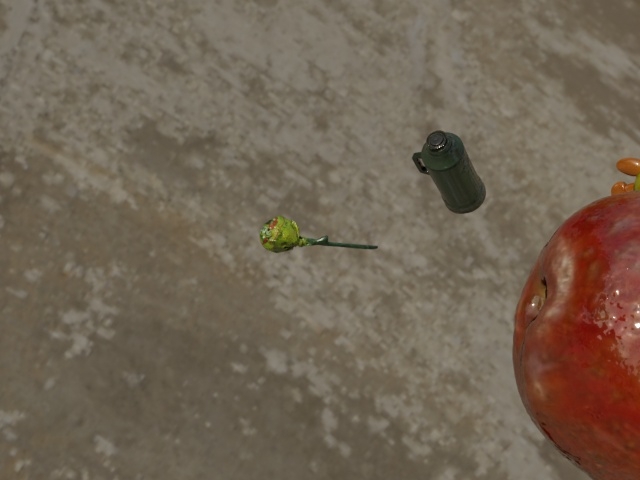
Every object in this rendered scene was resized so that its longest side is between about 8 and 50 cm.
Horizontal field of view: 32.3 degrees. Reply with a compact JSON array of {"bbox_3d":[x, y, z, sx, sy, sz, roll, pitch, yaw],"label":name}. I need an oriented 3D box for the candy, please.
[{"bbox_3d":[0.000,0.000,1.086,0.123,0.035,0.035,8,49,-16],"label":"candy"}]

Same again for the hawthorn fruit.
[{"bbox_3d":[0.309,0.092,0.983,0.284,0.284,0.284,25,34,-18],"label":"hawthorn fruit"}]

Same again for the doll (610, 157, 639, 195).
[{"bbox_3d":[0.531,-0.069,1.635,0.135,0.221,0.143,-23,97,-43],"label":"doll"}]

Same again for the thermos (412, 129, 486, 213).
[{"bbox_3d":[0.207,-0.119,1.773,0.083,0.073,0.187,43,-5,33],"label":"thermos"}]
